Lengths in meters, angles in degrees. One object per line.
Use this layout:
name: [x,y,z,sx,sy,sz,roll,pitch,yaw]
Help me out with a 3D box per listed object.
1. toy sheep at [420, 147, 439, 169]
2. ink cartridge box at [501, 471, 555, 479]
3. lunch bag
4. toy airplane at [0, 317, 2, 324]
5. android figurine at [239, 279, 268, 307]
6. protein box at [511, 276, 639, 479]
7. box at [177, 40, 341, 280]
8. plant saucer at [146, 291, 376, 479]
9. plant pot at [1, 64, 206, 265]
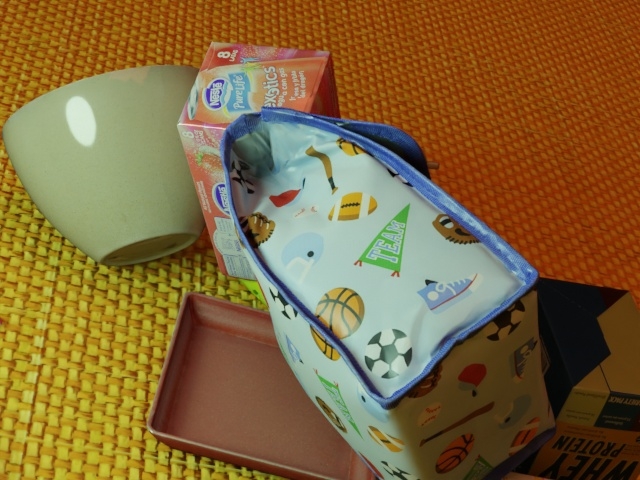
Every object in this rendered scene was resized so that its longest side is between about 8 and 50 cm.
toy sheep: [0.118,-0.123,1.997,0.132,0.091,0.091,1,34,7]
ink cartridge box: [0.229,0.320,1.421,0.143,0.090,0.092,12,34,-7]
lunch bag: [0.056,0.062,1.377,0.239,0.328,0.385,-37,53,-15]
toy airplane: [-0.445,0.060,1.505,0.151,0.028,0.151,34,21,-15]
android figurine: [0.000,0.000,1.739,0.248,0.056,0.273,-31,55,-20]
protein box: [0.298,0.188,1.541,0.136,0.201,0.200,9,35,-14]
box: [-0.059,-0.085,1.580,0.154,0.300,0.142,7,54,14]
plant saucer: [-0.060,0.183,1.517,0.259,0.047,0.258,16,34,-5]
plant pot: [-0.241,-0.077,1.640,0.284,0.284,0.191,-8,76,-34]
